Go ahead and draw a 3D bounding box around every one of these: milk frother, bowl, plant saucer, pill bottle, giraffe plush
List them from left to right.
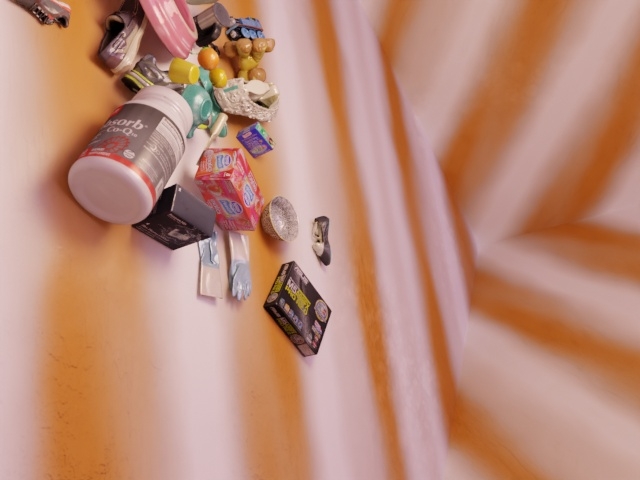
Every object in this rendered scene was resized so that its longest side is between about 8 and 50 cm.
[{"bbox_3d":[-0.473,-0.232,1.546,0.210,0.210,0.362,51,36,-32],"label":"pill bottle"},{"bbox_3d":[-0.463,-0.712,1.797,0.332,0.084,0.332,-23,90,-85],"label":"plant saucer"},{"bbox_3d":[-0.361,-0.714,2.039,0.143,0.135,0.129,0,77,-58],"label":"milk frother"},{"bbox_3d":[-0.259,-0.628,2.153,0.182,0.210,0.170,-13,104,-28],"label":"giraffe plush"},{"bbox_3d":[-0.155,-0.068,2.104,0.170,0.080,0.170,32,50,-48],"label":"bowl"}]

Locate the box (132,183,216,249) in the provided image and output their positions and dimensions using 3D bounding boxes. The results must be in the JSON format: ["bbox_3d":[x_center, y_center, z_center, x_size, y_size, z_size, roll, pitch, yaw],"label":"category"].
[{"bbox_3d":[-0.398,-0.061,1.632,0.156,0.158,0.093,37,46,-44],"label":"box"}]

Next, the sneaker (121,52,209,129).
[{"bbox_3d":[-0.432,-0.432,1.767,0.300,0.111,0.121,35,83,-48],"label":"sneaker"}]

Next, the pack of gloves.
[{"bbox_3d":[-0.305,0.077,1.848,0.195,0.046,0.231,15,59,-42],"label":"pack of gloves"}]

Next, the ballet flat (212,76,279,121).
[{"bbox_3d":[-0.214,-0.489,2.049,0.409,0.147,0.146,-27,99,-67],"label":"ballet flat"}]

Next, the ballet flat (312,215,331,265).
[{"bbox_3d":[0.000,0.000,2.345,0.074,0.074,0.203,18,66,-54],"label":"ballet flat"}]

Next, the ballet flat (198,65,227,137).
[{"bbox_3d":[-0.378,-0.447,1.951,0.087,0.083,0.247,-15,88,-35],"label":"ballet flat"}]

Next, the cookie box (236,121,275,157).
[{"bbox_3d":[-0.229,-0.356,2.118,0.107,0.092,0.040,49,35,-34],"label":"cookie box"}]

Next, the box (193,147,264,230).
[{"bbox_3d":[-0.273,-0.152,1.827,0.256,0.123,0.128,71,26,-53],"label":"box"}]

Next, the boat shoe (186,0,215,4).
[{"bbox_3d":[-0.422,-0.882,2.093,0.081,0.079,0.227,58,28,-6],"label":"boat shoe"}]

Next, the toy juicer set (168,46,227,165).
[{"bbox_3d":[-0.351,-0.410,1.746,0.328,0.090,0.209,91,22,-45],"label":"toy juicer set"}]

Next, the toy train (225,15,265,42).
[{"bbox_3d":[-0.286,-0.792,2.261,0.184,0.080,0.105,-19,83,-57],"label":"toy train"}]

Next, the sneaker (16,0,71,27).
[{"bbox_3d":[-0.697,-0.582,1.507,0.158,0.061,0.064,2,80,-57],"label":"sneaker"}]

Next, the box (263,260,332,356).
[{"bbox_3d":[-0.074,0.240,2.102,0.270,0.060,0.216,56,35,-27],"label":"box"}]

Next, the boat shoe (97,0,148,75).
[{"bbox_3d":[-0.563,-0.604,1.695,0.092,0.103,0.285,39,50,-50],"label":"boat shoe"}]
